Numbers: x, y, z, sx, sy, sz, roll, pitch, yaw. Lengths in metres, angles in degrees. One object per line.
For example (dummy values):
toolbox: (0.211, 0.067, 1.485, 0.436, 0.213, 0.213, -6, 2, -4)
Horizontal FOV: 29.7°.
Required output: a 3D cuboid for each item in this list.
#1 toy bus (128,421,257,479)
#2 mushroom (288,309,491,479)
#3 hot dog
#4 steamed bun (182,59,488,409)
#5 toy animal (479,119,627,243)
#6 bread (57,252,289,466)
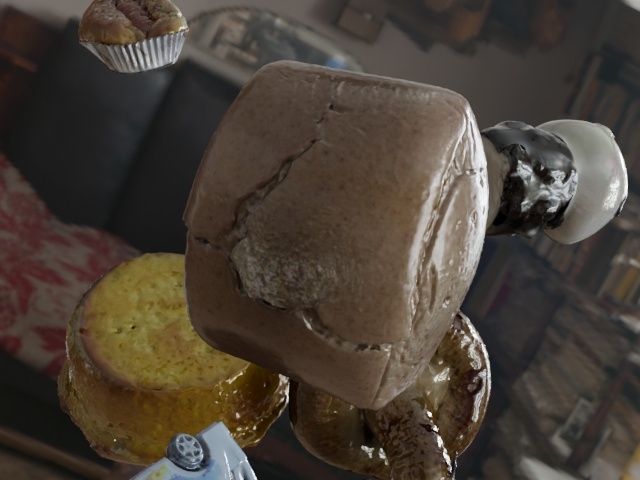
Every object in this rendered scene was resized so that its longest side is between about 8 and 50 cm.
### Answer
toy bus: (-0.192, 0.330, 1.378, 0.136, 0.109, 0.329, 47, 33, 9)
mushroom: (0.108, 0.240, 1.827, 0.331, 0.334, 0.356, 26, 7, -7)
hot dog: (-0.254, -0.288, 1.626, 0.144, 0.075, 0.268, -10, 26, -13)
steamed bun: (0.000, 0.000, 1.070, 0.251, 0.301, 0.199, 23, 27, 28)
toy animal: (0.365, -0.097, 1.989, 0.266, 0.213, 0.212, 1, 23, -27)
bread: (-0.237, 0.192, 1.955, 0.398, 0.215, 0.398, 1, 41, -1)
